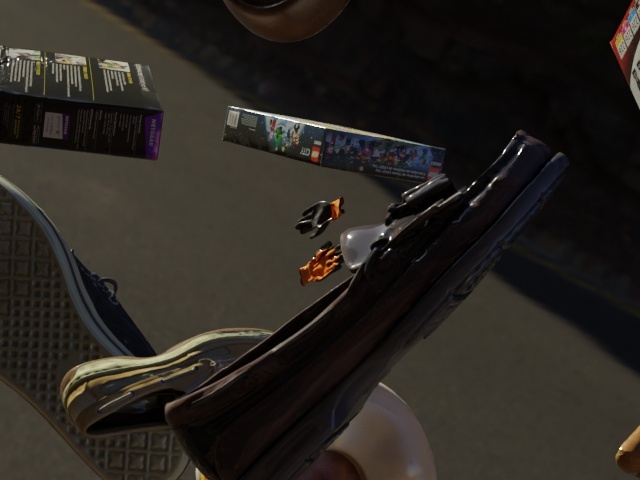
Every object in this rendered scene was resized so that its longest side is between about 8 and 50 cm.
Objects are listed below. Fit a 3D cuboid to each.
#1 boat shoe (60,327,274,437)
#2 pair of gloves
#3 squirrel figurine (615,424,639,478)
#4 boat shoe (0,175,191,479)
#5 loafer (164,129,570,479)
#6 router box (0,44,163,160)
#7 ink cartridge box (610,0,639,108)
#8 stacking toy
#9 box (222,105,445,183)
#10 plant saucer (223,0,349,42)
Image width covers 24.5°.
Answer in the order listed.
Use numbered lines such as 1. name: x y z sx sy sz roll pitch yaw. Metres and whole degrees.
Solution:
1. boat shoe: -0.106 0.123 1.169 0.190 0.068 0.072 -14 35 -17
2. pair of gloves: 0.000 0.000 1.499 0.010 0.083 0.074 13 -26 -37
3. squirrel figurine: 0.665 0.340 2.128 0.370 0.281 0.397 33 -10 26
4. boat shoe: -0.340 0.117 1.902 0.500 0.187 0.156 49 1 5
5. loafer: 0.024 0.037 0.913 0.095 0.302 0.109 43 6 8
6. router box: -0.203 -0.115 1.215 0.133 0.046 0.179 6 17 -12
7. ink cartridge box: 0.566 -0.271 2.132 0.130 0.309 0.272 -14 67 -12
8. stacking toy: -0.067 0.374 2.275 0.351 0.350 0.480 15 -11 -21
9. box: 0.011 -0.110 1.689 0.159 0.044 0.233 8 6 -32
10. plant saucer: -0.058 -0.427 2.002 0.050 0.310 0.310 -3 29 -47
